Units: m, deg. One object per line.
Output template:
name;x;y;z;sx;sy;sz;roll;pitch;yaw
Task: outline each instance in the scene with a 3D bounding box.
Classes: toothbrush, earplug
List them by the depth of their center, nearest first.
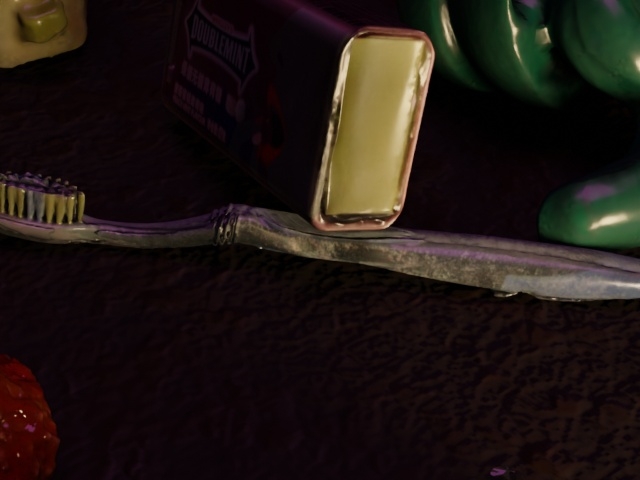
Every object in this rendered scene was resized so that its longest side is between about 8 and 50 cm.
toothbrush;0.000;0.000;0.764;0.413;0.042;0.035;7;35;2
earplug;0.155;-0.123;0.886;0.164;0.257;0.280;14;1;-45

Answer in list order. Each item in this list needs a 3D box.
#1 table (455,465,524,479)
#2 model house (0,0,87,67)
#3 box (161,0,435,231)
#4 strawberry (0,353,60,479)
table;-0.050;0.228;0.313;0.282;0.196;0.250;-9;38;-12
model house;-0.238;-0.252;0.965;0.175;0.193;0.234;-21;42;-34
box;-0.023;-0.099;0.797;0.069;0.120;0.224;0;21;-29
strawberry;-0.210;0.090;0.584;0.188;0.082;0.121;1;38;-9
